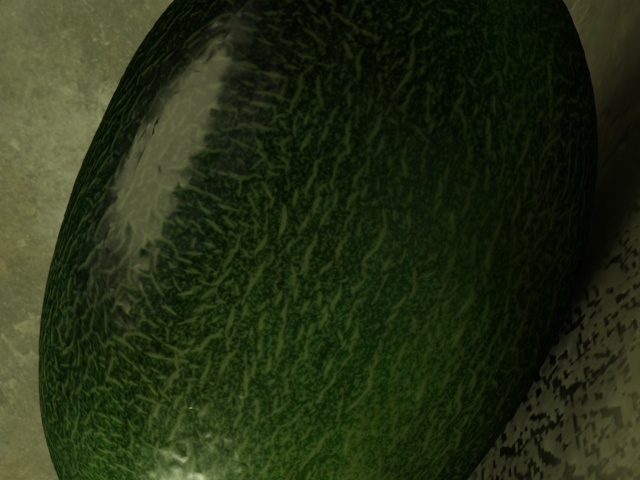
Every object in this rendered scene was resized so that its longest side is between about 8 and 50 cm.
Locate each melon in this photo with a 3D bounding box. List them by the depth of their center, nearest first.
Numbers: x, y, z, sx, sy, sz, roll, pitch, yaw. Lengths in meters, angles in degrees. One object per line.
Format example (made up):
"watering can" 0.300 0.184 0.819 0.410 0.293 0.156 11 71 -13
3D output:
"melon" 0.000 0.000 0.415 0.182 0.182 0.288 -84 19 -68
